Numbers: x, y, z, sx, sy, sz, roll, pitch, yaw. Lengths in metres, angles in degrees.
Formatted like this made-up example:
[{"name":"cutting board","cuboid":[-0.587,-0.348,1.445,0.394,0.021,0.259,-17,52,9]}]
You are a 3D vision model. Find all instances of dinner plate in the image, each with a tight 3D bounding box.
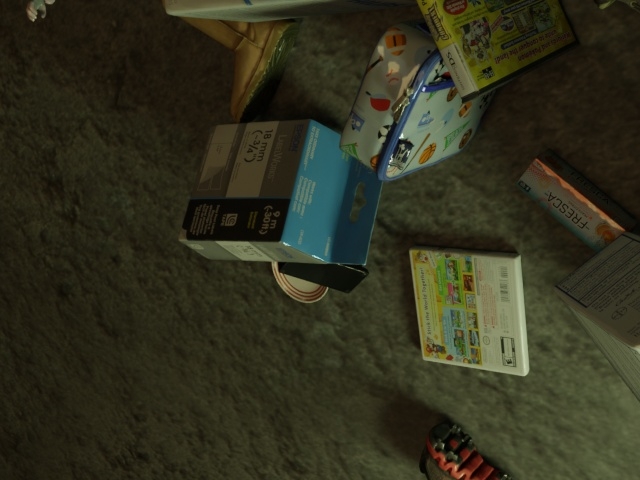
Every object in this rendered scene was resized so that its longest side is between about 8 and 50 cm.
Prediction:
[{"name":"dinner plate","cuboid":[-0.038,0.057,1.768,0.141,0.017,0.141,15,118,29]}]

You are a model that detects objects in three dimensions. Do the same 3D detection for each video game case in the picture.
[{"name":"video game case","cuboid":[0.232,-0.344,1.222,0.035,0.275,0.248,-20,98,50]},{"name":"video game case","cuboid":[0.265,0.123,1.574,0.206,0.026,0.227,5,114,34]}]

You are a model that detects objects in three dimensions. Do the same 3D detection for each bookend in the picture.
[{"name":"bookend","cuboid":[0.000,0.000,1.666,0.072,0.156,0.157,-47,36,40]}]

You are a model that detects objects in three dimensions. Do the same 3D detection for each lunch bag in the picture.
[{"name":"lunch bag","cuboid":[0.165,-0.224,1.307,0.115,0.303,0.243,39,128,20]}]

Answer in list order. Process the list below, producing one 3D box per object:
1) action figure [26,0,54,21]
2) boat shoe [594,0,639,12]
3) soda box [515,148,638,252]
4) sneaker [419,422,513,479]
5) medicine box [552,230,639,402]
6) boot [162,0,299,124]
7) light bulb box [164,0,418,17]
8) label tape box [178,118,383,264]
[{"name":"action figure","cuboid":[-0.473,-0.579,1.645,0.370,0.248,0.276,-31,90,38]},{"name":"boat shoe","cuboid":[0.405,-0.355,1.221,0.223,0.080,0.073,28,119,18]},{"name":"soda box","cuboid":[0.399,-0.058,1.373,0.183,0.058,0.063,43,129,14]},{"name":"sneaker","cuboid":[0.292,0.478,1.663,0.276,0.097,0.135,44,130,19]},{"name":"medicine box","cuboid":[0.493,0.151,1.205,0.149,0.289,0.263,-39,103,3]},{"name":"boot","cuboid":[-0.187,-0.379,1.638,0.269,0.089,0.236,37,114,16]},{"name":"light bulb box","cuboid":[-0.042,-0.527,1.338,0.361,0.225,0.358,4,102,35]},{"name":"label tape box","cuboid":[-0.066,-0.088,1.563,0.333,0.106,0.241,1,67,30]}]
